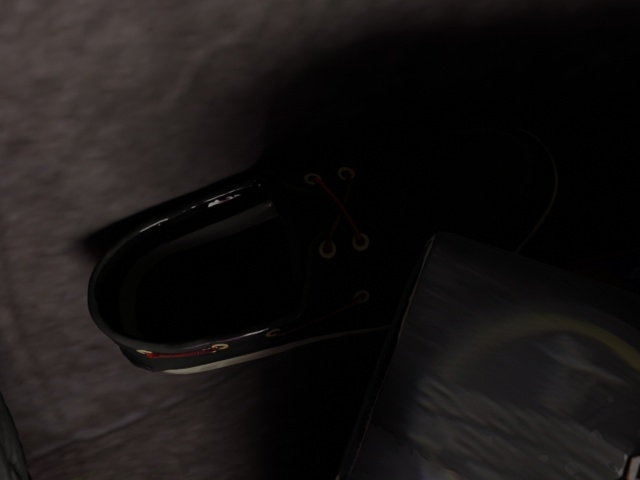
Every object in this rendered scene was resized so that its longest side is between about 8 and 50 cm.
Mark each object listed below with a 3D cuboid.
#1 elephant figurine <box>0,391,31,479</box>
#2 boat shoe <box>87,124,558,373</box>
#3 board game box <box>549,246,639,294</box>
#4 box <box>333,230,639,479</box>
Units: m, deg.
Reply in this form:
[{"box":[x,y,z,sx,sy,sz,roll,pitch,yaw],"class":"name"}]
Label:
[{"box":[-0.199,0.118,0.472,0.239,0.186,0.169,-11,-163,5],"class":"elephant figurine"},{"box":[0.001,0.002,0.467,0.133,0.049,0.042,-20,162,10],"class":"boat shoe"},{"box":[0.181,0.033,0.680,0.281,0.027,0.145,-11,153,-18],"class":"board game box"},{"box":[0.150,0.143,0.548,0.318,0.097,0.395,21,162,4],"class":"box"}]
